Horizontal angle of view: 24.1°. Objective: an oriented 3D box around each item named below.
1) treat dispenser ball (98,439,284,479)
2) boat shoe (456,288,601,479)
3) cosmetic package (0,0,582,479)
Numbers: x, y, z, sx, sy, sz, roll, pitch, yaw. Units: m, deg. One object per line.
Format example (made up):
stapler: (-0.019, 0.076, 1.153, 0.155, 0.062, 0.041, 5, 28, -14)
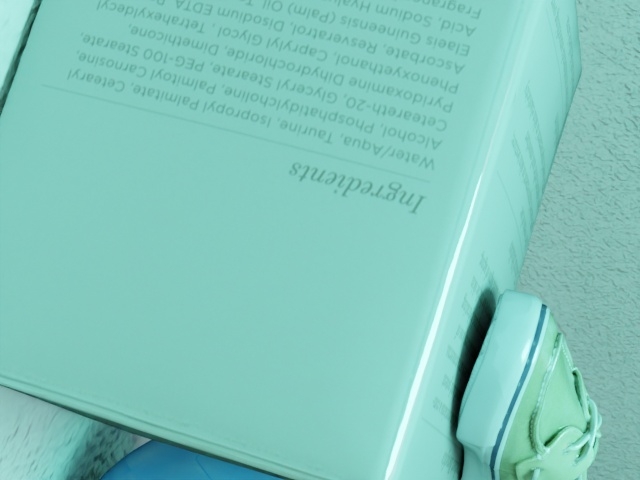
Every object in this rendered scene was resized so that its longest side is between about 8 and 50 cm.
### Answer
treat dispenser ball: (-0.082, 0.301, 1.295, 0.288, 0.288, 0.288, 16, 90, -76)
boat shoe: (0.158, 0.131, 1.091, 0.302, 0.094, 0.109, 79, 30, -60)
cosmetic package: (-0.022, -0.034, 1.085, 0.329, 0.327, 0.393, 51, 56, -73)
